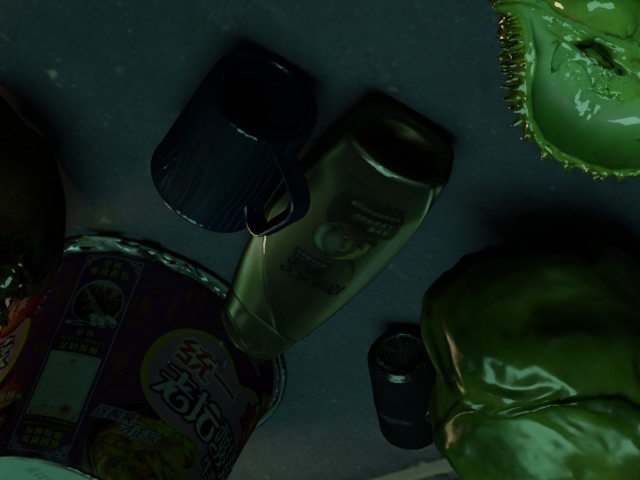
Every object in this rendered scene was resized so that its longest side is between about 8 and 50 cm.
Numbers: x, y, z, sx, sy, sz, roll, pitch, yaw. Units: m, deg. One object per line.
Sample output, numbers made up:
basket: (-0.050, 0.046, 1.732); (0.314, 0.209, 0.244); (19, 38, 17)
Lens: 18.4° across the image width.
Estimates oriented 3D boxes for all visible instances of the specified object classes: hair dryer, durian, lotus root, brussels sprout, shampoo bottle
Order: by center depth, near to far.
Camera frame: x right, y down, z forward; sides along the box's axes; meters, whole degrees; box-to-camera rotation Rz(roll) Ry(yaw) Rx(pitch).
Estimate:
durian: (0.235, -0.170, 1.545); (0.200, 0.176, 0.237); (1, 131, 36)
brussels sprout: (0.218, 0.132, 1.836); (0.294, 0.227, 0.259); (27, 140, 2)
shampoo bottle: (0.000, 0.000, 1.897); (0.125, 0.084, 0.350); (31, 139, -9)
lotus root: (-0.369, -0.006, 1.937); (0.272, 0.192, 0.272); (-7, 126, -9)
hair dryer: (0.146, 0.180, 1.994); (0.219, 0.071, 0.124); (26, 147, 28)

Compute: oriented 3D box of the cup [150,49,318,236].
cup: (-0.063, -0.082, 1.808); (0.150, 0.113, 0.138); (37, 137, -1)

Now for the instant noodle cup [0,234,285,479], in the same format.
instant noodle cup: (-0.234, 0.200, 2.074); (0.339, 0.266, 0.340); (13, 138, 12)
